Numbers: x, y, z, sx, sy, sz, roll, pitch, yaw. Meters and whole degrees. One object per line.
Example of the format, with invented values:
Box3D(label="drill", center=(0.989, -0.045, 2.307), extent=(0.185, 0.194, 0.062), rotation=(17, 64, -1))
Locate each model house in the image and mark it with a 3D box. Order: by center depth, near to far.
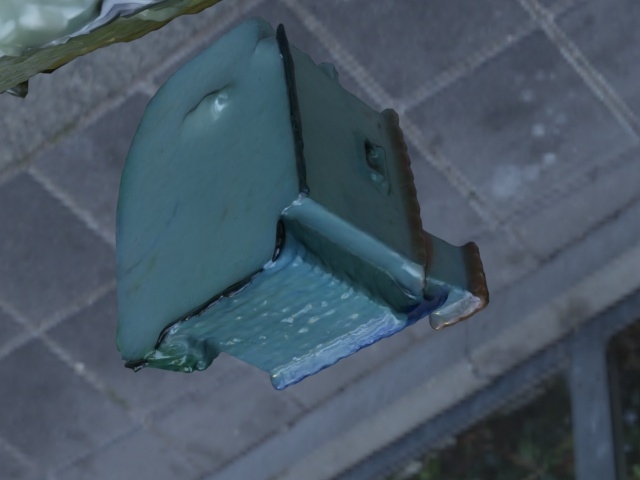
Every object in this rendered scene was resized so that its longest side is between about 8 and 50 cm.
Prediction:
Box3D(label="model house", center=(0.000, 0.000, 0.707), extent=(0.149, 0.148, 0.119), rotation=(28, 130, -34))

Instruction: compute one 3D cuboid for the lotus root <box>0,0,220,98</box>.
Box3D(label="lotus root", center=(-0.041, -0.127, 0.410), extent=(0.267, 0.260, 0.149), rotation=(-20, 100, 3))
